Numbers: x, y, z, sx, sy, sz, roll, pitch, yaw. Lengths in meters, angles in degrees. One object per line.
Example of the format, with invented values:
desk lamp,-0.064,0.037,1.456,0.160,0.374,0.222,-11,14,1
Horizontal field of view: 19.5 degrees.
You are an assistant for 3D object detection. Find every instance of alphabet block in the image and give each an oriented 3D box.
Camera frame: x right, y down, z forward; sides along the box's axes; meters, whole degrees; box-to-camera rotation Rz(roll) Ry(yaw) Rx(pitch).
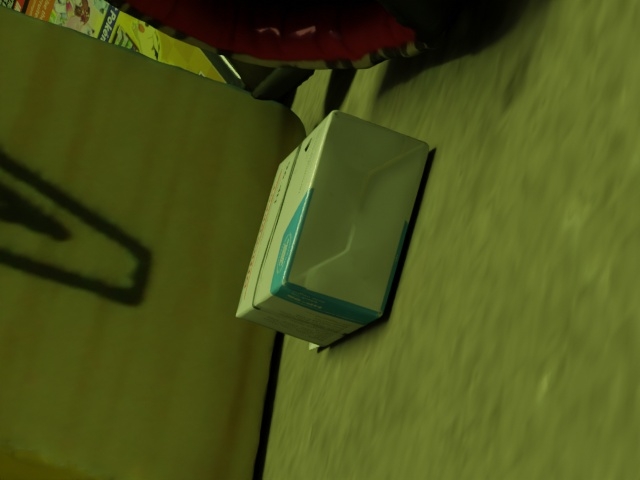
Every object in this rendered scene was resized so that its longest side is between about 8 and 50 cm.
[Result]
alphabet block,-0.130,0.049,0.657,0.197,0.193,0.192,-82,12,-46

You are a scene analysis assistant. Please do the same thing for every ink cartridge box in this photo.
ink cartridge box,0.000,0.000,0.502,0.083,0.028,0.048,141,147,-74

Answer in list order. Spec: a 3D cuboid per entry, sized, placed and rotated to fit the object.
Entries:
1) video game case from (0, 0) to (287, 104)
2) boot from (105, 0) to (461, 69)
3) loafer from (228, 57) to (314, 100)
video game case,-0.133,-0.060,0.910,0.248,0.035,0.275,52,136,27
boot,0.022,-0.203,0.427,0.377,0.138,0.284,149,139,-82
loafer,-0.001,-0.158,0.654,0.080,0.078,0.220,-159,88,-81
